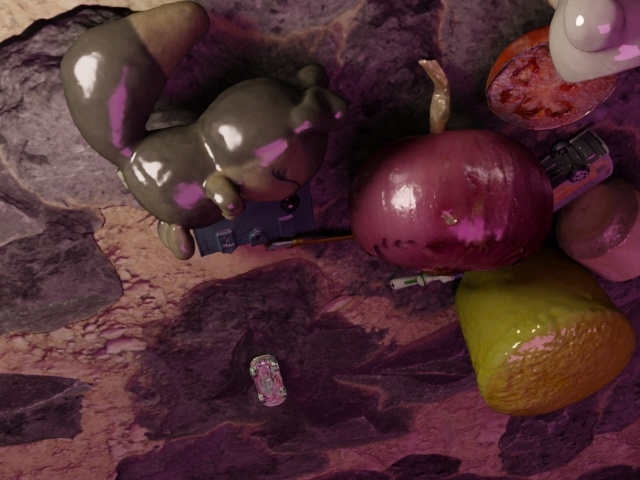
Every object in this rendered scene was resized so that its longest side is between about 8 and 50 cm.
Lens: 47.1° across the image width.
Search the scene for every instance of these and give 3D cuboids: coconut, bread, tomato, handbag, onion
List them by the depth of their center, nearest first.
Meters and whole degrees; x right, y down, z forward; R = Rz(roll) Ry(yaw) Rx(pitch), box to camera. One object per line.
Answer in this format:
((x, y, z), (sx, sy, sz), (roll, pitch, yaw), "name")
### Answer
((0.394, -0.289, 1.276), (0.225, 0.085, 0.225), (-3, 148, -2), "tomato")
((0.236, -0.083, 1.294), (0.358, 0.358, 0.345), (36, 72, -39), "onion")
((-0.127, -0.056, 1.363), (0.229, 0.062, 0.179), (-13, 135, -5), "handbag")
((0.614, -0.022, 1.530), (0.222, 0.202, 0.202), (26, 120, -30), "coconut")
((0.475, 0.188, 1.604), (0.348, 0.308, 0.348), (-7, 134, -8), "bread")

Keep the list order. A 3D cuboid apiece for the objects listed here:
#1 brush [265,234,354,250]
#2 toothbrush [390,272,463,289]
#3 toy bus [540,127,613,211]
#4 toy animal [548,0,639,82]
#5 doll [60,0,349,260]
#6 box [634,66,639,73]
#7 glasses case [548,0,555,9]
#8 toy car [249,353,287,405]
((0.000, 0.000, 1.466), (0.218, 0.010, 0.082), (-7, 173, -19), "brush")
((0.203, 0.080, 1.488), (0.030, 0.030, 0.304), (1, 173, -18), "toothbrush")
((0.457, -0.107, 1.480), (0.268, 0.092, 0.106), (-36, 141, 17), "toy bus")
((0.384, -0.409, 1.023), (0.196, 0.367, 0.241), (-9, -178, 33), "toy animal")
((-0.156, -0.187, 1.104), (0.382, 0.252, 0.378), (-36, 127, -1), "doll")
((0.576, -0.314, 1.300), (0.050, 0.117, 0.036), (27, 117, -37), "box")
((0.471, -0.392, 1.241), (0.196, 0.050, 0.083), (19, 126, -31), "glasses case")
((-0.122, 0.328, 1.730), (0.069, 0.055, 0.142), (-15, 121, -4), "toy car")
